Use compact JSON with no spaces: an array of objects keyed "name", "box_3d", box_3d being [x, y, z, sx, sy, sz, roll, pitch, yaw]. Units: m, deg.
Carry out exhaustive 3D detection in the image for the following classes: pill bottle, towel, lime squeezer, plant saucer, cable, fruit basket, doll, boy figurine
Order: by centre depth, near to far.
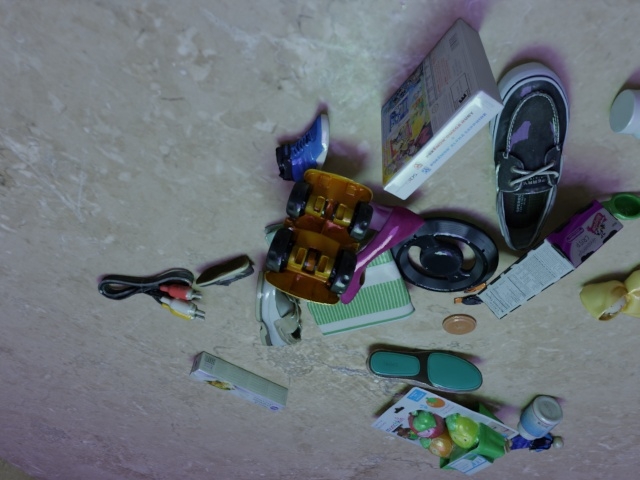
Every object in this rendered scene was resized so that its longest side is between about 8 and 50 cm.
[{"name":"pill bottle","box_3d":[0.522,-0.188,0.720,0.137,0.078,0.078,6,136,1]},{"name":"lime squeezer","box_3d":[0.548,-0.037,0.891,0.310,0.059,0.110,-30,125,32]},{"name":"boy figurine","box_3d":[0.707,0.115,1.004,0.285,0.092,0.177,-3,138,6]},{"name":"towel","box_3d":[0.049,0.073,1.054,0.248,0.038,0.325,-16,120,22]},{"name":"cable","box_3d":[-0.421,0.127,1.183,0.287,0.072,0.139,9,131,-1]},{"name":"plant saucer","box_3d":[0.352,0.216,1.211,0.083,0.013,0.083,4,136,4]},{"name":"pill bottle","box_3d":[0.665,0.548,1.460,0.087,0.087,0.160,8,137,0]},{"name":"fruit basket","box_3d":[0.379,0.605,1.508,0.353,0.165,0.327,20,135,-9]},{"name":"doll","box_3d":[0.731,0.692,1.631,0.189,0.046,0.129,-3,126,2]}]

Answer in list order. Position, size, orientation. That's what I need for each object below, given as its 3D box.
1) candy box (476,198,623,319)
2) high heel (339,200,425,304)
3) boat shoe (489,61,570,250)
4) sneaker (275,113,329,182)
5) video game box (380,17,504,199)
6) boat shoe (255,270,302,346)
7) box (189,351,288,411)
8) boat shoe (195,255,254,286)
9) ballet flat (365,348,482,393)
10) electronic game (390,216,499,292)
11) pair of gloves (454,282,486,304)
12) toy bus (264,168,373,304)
[{"name":"candy box","box_3d":[0.415,0.042,0.885,0.071,0.159,0.233,52,153,16]},{"name":"high heel","box_3d":[0.115,0.040,0.946,0.117,0.082,0.244,20,113,8]},{"name":"boat shoe","box_3d":[0.349,-0.118,0.786,0.121,0.119,0.335,-7,135,15]},{"name":"sneaker","box_3d":[-0.035,-0.159,0.841,0.085,0.058,0.152,6,144,-10]},{"name":"video game box","box_3d":[0.159,-0.187,0.680,0.048,0.205,0.187,28,133,-22]},{"name":"boat shoe","box_3d":[-0.097,0.167,1.162,0.103,0.113,0.302,3,147,3]},{"name":"box","box_3d":[-0.251,0.447,1.498,0.324,0.067,0.063,31,132,-24]},{"name":"boat shoe","box_3d":[-0.225,0.085,1.124,0.152,0.056,0.049,-19,125,25]},{"name":"ballet flat","box_3d":[0.281,0.357,1.323,0.316,0.107,0.106,11,157,3]},{"name":"electronic game","box_3d":[0.255,0.036,1.010,0.229,0.048,0.229,10,140,9]},{"name":"pair of gloves","box_3d":[0.351,0.127,1.121,0.074,0.010,0.083,-5,136,12]},{"name":"toy bus","box_3d":[0.000,0.000,0.897,0.149,0.220,0.211,19,176,2]}]
